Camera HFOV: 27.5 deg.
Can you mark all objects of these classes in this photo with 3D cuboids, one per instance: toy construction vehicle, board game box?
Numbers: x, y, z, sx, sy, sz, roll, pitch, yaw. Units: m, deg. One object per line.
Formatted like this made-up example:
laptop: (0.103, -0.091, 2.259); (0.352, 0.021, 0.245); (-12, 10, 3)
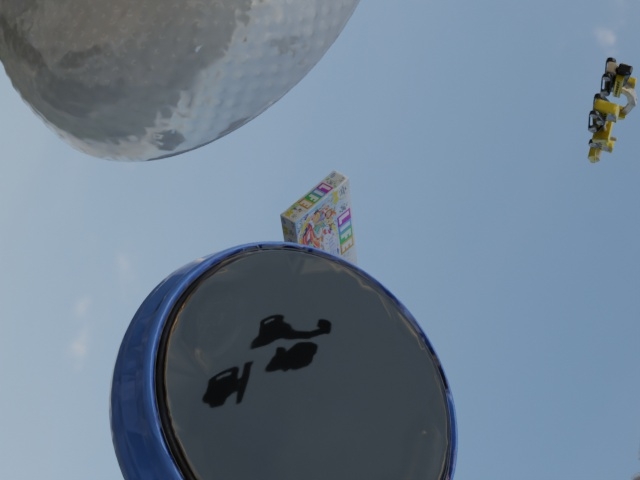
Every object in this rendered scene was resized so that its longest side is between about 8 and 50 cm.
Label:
toy construction vehicle: (0.278, -0.122, 1.238); (0.098, 0.035, 0.086); (76, 30, -58)
board game box: (0.000, 0.000, 1.667); (0.026, 0.103, 0.154); (28, -36, 31)

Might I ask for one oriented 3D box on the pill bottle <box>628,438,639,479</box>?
pill bottle: (0.391, 0.322, 1.430); (0.121, 0.121, 0.221); (-18, -121, 60)

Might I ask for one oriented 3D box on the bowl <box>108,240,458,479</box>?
bowl: (-0.024, 0.176, 1.367); (0.077, 0.391, 0.391); (-42, -134, 49)

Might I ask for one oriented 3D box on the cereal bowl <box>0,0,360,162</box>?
cereal bowl: (-0.132, -0.236, 1.039); (0.339, 0.141, 0.339); (-17, -127, 25)
